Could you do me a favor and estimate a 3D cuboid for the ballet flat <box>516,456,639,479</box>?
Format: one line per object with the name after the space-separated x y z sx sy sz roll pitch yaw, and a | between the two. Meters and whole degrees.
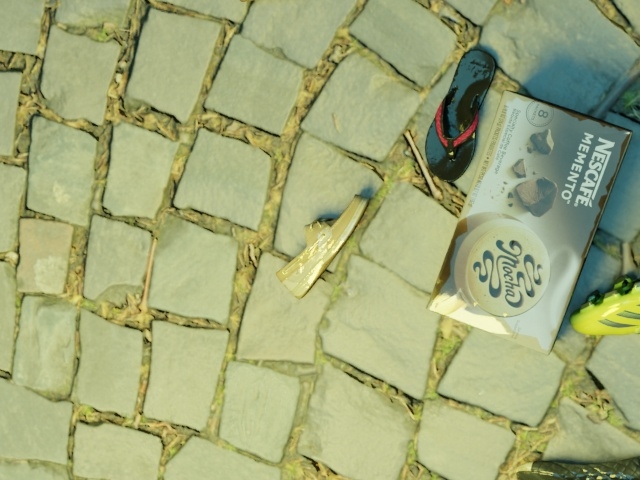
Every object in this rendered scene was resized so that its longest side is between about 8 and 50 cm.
0.345 0.307 1.585 0.173 0.057 0.049 1 53 12 | ballet flat

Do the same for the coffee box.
0.268 -0.026 1.536 0.168 0.119 0.297 21 99 12 | coffee box

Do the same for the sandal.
0.181 -0.165 1.588 0.067 0.040 0.179 18 98 11 | sandal

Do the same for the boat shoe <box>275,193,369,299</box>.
0.000 0.000 1.631 0.059 0.063 0.170 37 102 3 | boat shoe

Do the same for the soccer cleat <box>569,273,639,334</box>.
0.461 0.087 1.513 0.289 0.093 0.121 -17 96 14 | soccer cleat
